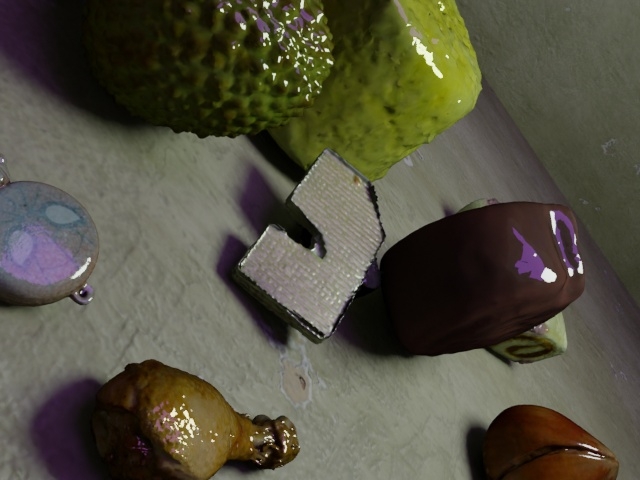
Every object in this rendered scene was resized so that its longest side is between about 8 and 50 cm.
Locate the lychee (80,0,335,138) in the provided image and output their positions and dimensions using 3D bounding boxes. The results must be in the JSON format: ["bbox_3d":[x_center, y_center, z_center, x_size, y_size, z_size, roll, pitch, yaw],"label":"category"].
[{"bbox_3d":[-0.140,-0.248,0.716,0.320,0.270,0.270,5,53,-14],"label":"lychee"}]

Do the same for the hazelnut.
[{"bbox_3d":[0.370,0.360,1.029,0.208,0.208,0.208,37,37,-35],"label":"hazelnut"}]

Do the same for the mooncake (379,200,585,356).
[{"bbox_3d":[0.246,0.071,0.972,0.334,0.326,0.174,0,66,-33],"label":"mooncake"}]

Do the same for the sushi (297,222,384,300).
[{"bbox_3d":[0.025,0.015,0.921,0.090,0.078,0.150,-7,72,-52],"label":"sushi"}]

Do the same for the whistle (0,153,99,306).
[{"bbox_3d":[-0.270,-0.027,0.528,0.220,0.057,0.107,49,45,-11],"label":"whistle"}]

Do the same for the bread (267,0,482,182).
[{"bbox_3d":[0.068,-0.274,1.005,0.348,0.308,0.348,41,35,-38],"label":"bread"}]

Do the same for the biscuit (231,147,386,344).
[{"bbox_3d":[0.000,0.000,0.832,0.147,0.046,0.250,37,55,-8],"label":"biscuit"}]

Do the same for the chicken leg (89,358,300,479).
[{"bbox_3d":[-0.099,0.177,0.588,0.251,0.087,0.107,30,52,-52],"label":"chicken leg"}]

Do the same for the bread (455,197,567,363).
[{"bbox_3d":[0.405,0.083,1.372,0.187,0.155,0.338,31,41,-35],"label":"bread"}]
